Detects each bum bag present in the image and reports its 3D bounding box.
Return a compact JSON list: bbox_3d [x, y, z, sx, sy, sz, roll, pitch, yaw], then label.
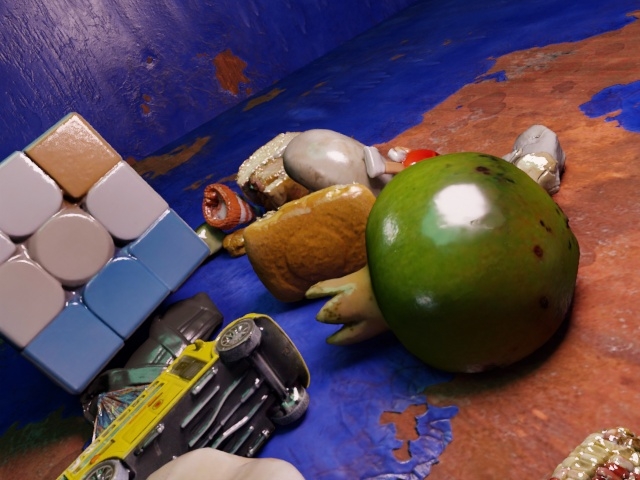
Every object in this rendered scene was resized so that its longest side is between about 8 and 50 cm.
[{"bbox_3d":[-0.284,0.200,0.969,0.142,0.079,0.326,3,38,28],"label":"bum bag"}]

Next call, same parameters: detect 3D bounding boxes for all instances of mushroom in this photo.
[{"bbox_3d":[0.345,-0.118,0.914,0.096,0.099,0.278,-55,-7,30],"label":"mushroom"},{"bbox_3d":[0.023,-0.088,1.094,0.244,0.243,0.243,-22,26,11],"label":"mushroom"}]

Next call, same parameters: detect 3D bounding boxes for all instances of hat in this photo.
[{"bbox_3d":[-0.190,-0.070,1.325,0.162,0.112,0.093,2,-43,-52],"label":"hat"}]

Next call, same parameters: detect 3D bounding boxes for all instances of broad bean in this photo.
[{"bbox_3d":[-0.305,0.035,1.313,0.207,0.072,0.153,-44,15,-27],"label":"broad bean"}]

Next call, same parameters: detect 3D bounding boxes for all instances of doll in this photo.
[{"bbox_3d":[0.186,-0.098,1.007,0.217,0.183,0.085,-4,-27,-36],"label":"doll"}]

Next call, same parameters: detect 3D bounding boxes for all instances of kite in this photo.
[{"bbox_3d":[-0.269,0.266,0.841,0.189,0.009,0.232,24,62,33],"label":"kite"}]

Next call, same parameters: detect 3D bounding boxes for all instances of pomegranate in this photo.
[{"bbox_3d":[0.140,0.016,0.752,0.359,0.216,0.309,-21,29,14],"label":"pomegranate"}]

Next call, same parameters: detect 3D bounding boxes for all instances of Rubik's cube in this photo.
[{"bbox_3d":[-0.478,0.033,1.054,0.344,0.347,0.347,-52,18,-26],"label":"Rubik's cube"}]

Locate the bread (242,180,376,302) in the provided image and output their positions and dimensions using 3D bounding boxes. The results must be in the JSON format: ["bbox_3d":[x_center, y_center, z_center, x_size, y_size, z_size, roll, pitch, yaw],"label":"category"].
[{"bbox_3d":[0.000,0.000,0.966,0.246,0.174,0.121,-18,30,16],"label":"bread"}]

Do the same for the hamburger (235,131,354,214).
[{"bbox_3d":[-0.051,-0.159,1.335,0.155,0.245,0.282,37,19,35],"label":"hamburger"}]

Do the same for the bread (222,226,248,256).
[{"bbox_3d":[-0.180,0.001,1.285,0.081,0.046,0.083,-37,26,-26],"label":"bread"}]

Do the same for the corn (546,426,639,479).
[{"bbox_3d":[0.167,0.255,0.410,0.098,0.098,0.290,5,39,48],"label":"corn"}]

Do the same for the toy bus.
[{"bbox_3d":[-0.166,0.239,0.712,0.152,0.144,0.330,0,38,51],"label":"toy bus"}]

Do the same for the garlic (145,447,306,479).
[{"bbox_3d":[-0.119,0.308,0.514,0.281,0.185,0.203,-47,0,-3],"label":"garlic"}]
